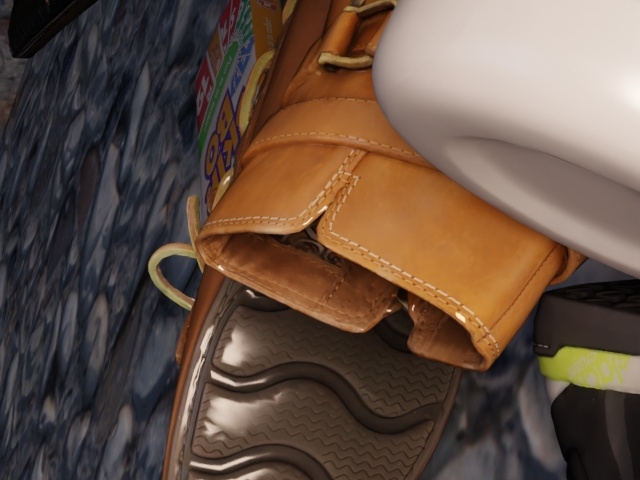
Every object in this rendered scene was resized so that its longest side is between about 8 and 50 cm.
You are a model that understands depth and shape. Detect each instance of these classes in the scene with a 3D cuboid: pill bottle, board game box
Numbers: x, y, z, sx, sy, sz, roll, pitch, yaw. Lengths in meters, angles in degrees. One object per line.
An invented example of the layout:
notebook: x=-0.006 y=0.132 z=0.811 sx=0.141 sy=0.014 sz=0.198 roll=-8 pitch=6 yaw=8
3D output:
pill bottle: x=0.131 y=-0.122 z=0.409 sx=0.264 sy=0.146 sz=0.146 roll=-63 pitch=18 yaw=-7
board game box: x=-0.058 y=-0.090 z=1.146 sx=0.259 sy=0.039 sz=0.124 roll=-101 pitch=30 yaw=-46

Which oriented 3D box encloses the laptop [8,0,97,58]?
laptop: x=0.073 y=-0.247 z=0.541 sx=0.382 sy=0.236 sz=0.408 roll=180 pitch=105 yaw=-72

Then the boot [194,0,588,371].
boot: x=0.025 y=-0.069 z=0.587 sx=0.283 sy=0.109 sz=0.220 roll=21 pitch=68 yaw=41

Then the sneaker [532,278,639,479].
sneaker: x=0.132 y=0.069 z=0.443 sx=0.234 sy=0.084 sz=0.097 roll=-157 pitch=64 yaw=-77

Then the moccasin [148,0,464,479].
moccasin: x=-0.003 y=-0.001 z=0.756 sx=0.147 sy=0.139 sz=0.380 roll=148 pitch=133 yaw=-67
